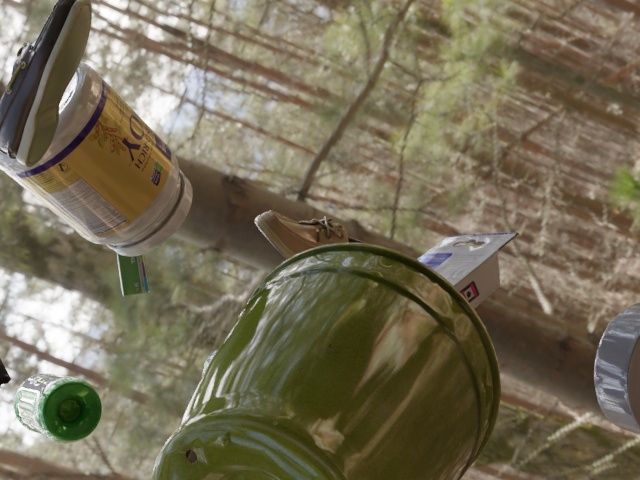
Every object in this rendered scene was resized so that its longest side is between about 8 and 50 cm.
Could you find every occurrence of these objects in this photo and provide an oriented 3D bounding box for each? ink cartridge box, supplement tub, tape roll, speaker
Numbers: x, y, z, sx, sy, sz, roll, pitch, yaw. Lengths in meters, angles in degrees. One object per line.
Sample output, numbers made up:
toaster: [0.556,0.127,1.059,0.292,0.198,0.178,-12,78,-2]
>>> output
ink cartridge box: [0.157,0.100,1.406,0.371,0.069,0.176,-36,18,-30]
ink cartridge box: [-0.439,0.072,2.030,0.209,0.062,0.109,175,87,-77]
supplement tub: [-0.417,-0.142,1.617,0.241,0.331,0.241,-19,48,22]
tape roll: [0.551,0.212,1.422,0.072,0.219,0.219,6,72,60]
speaker: [-0.527,0.330,1.727,0.296,0.131,0.131,-12,54,60]

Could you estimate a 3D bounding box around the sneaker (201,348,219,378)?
sneaker: [-0.137,0.325,1.678,0.124,0.295,0.178,-32,13,-10]

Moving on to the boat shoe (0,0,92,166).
boat shoe: [-0.349,-0.203,1.070,0.227,0.069,0.081,-63,-3,19]

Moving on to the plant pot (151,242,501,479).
plant pot: [-0.005,0.230,0.997,0.366,0.366,0.353,-61,-9,26]

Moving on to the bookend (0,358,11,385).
bookend: [-0.642,0.279,1.499,0.072,0.157,0.156,45,120,37]

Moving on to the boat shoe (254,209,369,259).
boat shoe: [0.000,0.000,1.797,0.110,0.341,0.121,-48,50,12]
